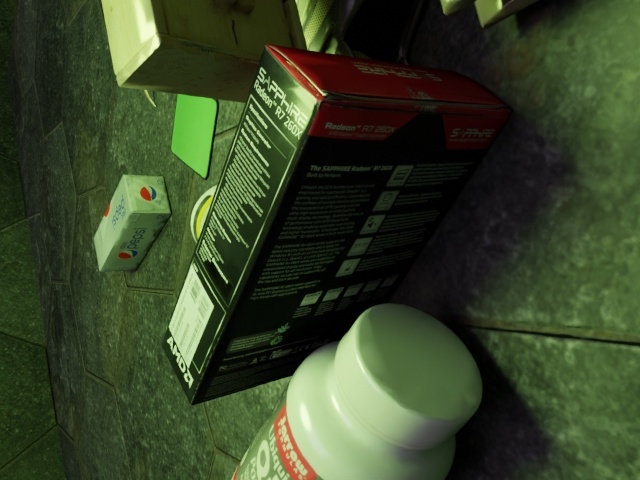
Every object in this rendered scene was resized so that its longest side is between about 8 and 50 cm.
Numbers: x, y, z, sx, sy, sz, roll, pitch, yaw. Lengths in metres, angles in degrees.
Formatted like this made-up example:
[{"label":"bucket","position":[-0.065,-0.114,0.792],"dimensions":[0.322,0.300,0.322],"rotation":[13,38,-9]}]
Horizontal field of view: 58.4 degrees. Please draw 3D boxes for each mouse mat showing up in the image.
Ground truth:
[{"label":"mouse mat","position":[-0.246,-0.215,1.102],"dimensions":[0.190,0.007,0.152],"rotation":[36,121,46]}]

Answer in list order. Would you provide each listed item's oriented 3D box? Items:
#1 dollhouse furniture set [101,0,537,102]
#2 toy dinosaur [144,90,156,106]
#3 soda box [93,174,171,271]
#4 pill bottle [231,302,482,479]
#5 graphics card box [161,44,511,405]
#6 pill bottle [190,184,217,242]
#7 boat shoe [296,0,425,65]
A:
[{"label":"dollhouse furniture set","position":[0.001,-0.297,0.384],"dimensions":[0.394,0.362,0.256],"rotation":[-21,79,43]},{"label":"toy dinosaur","position":[-0.390,-0.391,1.254],"dimensions":[0.093,0.053,0.183],"rotation":[26,113,49]},{"label":"soda box","position":[-0.433,-0.033,1.301],"dimensions":[0.286,0.091,0.098],"rotation":[-42,58,47]},{"label":"pill bottle","position":[0.028,0.216,0.598],"dimensions":[0.176,0.176,0.318],"rotation":[58,135,35]},{"label":"graphics card box","position":[0.000,0.000,0.577],"dimensions":[0.094,0.233,0.370],"rotation":[51,132,32]},{"label":"pill bottle","position":[-0.087,-0.002,0.796],"dimensions":[0.208,0.119,0.119],"rotation":[29,115,50]},{"label":"boat shoe","position":[0.026,-0.178,0.618],"dimensions":[0.130,0.132,0.355],"rotation":[35,120,46]}]
